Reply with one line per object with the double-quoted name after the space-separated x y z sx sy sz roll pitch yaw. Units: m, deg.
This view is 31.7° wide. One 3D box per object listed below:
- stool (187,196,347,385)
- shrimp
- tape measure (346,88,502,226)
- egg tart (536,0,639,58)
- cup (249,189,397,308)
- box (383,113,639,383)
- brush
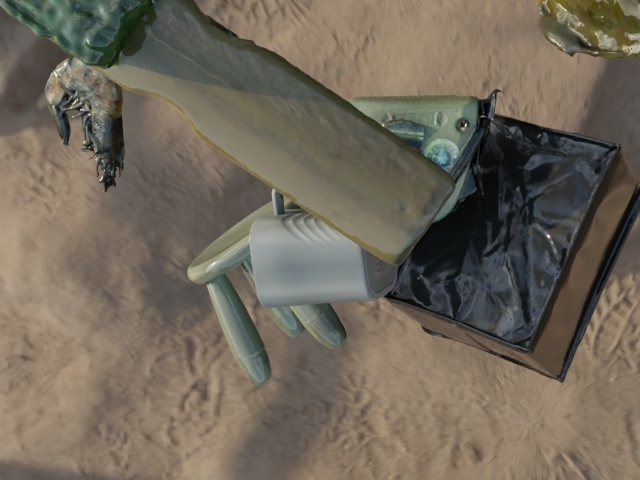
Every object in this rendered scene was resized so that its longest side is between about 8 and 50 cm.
-0.055 0.061 1.596 0.195 0.195 0.199 -31 103 31 "stool"
-0.256 -0.130 1.245 0.091 0.034 0.161 7 124 14 "shrimp"
0.138 -0.110 1.602 0.235 0.115 0.207 0 97 7 "tape measure"
0.329 -0.339 1.101 0.341 0.129 0.341 -13 69 38 "egg tart"
0.000 0.000 1.140 0.129 0.095 0.128 -3 100 25 "cup"
0.299 0.002 1.704 0.251 0.204 0.345 20 82 31 "box"
-0.067 -0.083 0.515 0.282 0.048 0.054 34 104 -2 "brush"
